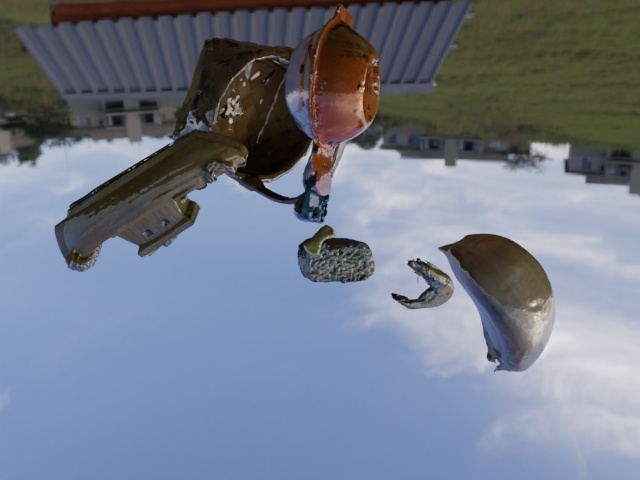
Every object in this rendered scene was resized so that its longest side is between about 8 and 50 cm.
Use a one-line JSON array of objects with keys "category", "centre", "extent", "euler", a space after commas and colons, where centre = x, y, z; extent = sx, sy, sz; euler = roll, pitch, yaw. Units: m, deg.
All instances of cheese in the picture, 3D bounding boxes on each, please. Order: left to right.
[{"category": "cheese", "centre": [0.000, 0.000, 1.686], "extent": [0.044, 0.030, 0.083], "euler": [43, -105, 15]}, {"category": "cheese", "centre": [0.013, -0.189, 1.101], "extent": [0.129, 0.329, 0.217], "euler": [10, -177, 18]}]

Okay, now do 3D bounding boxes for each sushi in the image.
[{"category": "sushi", "centre": [0.048, 0.058, 2.150], "extent": [0.225, 0.136, 0.126], "euler": [-1, -163, -23]}]

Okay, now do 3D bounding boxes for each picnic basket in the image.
[{"category": "picnic basket", "centre": [-0.077, -0.225, 1.420], "extent": [0.337, 0.293, 0.337], "euler": [22, -164, -7]}]

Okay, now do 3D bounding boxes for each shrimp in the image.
[{"category": "shrimp", "centre": [0.258, 0.120, 1.872], "extent": [0.150, 0.217, 0.051], "euler": [-32, -137, 17]}]

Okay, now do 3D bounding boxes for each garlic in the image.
[{"category": "garlic", "centre": [0.355, 0.135, 1.361], "extent": [0.151, 0.338, 0.196], "euler": [-38, -155, -22]}]

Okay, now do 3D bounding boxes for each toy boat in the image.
[{"category": "toy boat", "centre": [-0.243, -0.052, 1.058], "extent": [0.321, 0.121, 0.089], "euler": [-28, -159, 14]}]
